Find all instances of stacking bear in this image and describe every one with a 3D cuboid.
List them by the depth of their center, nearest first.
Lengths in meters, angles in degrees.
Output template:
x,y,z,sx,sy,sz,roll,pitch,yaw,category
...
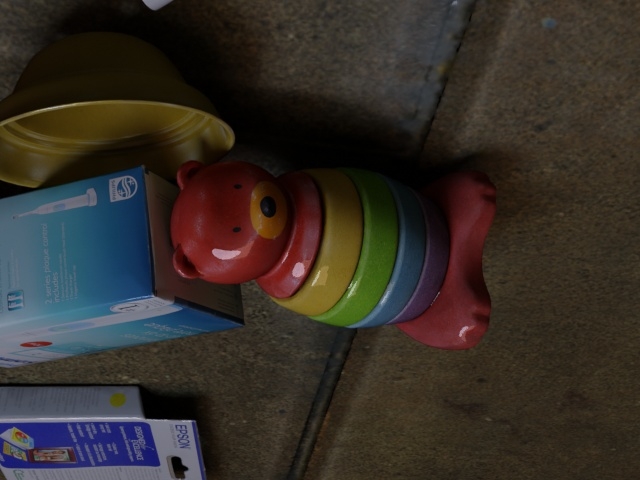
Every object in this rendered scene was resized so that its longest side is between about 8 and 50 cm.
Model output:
x,y,z,sx,sy,sz,roll,pitch,yaw,category
0.000,0.000,0.891,0.289,0.175,0.164,11,167,-31,stacking bear

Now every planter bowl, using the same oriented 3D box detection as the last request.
x,y,z,sx,sy,sz,roll,pitch,yaw,category
-0.185,-0.116,0.811,0.217,0.090,0.217,-7,167,-2,planter bowl

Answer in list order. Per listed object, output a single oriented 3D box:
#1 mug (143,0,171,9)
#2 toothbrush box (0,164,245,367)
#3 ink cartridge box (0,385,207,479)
x,y,z,sx,sy,sz,roll,pitch,yaw,category
-0.114,-0.221,0.726,0.064,0.062,0.078,-19,145,12,mug
-0.254,0.039,0.956,0.295,0.126,0.216,-10,165,14,toothbrush box
-0.323,0.311,1.419,0.307,0.072,0.303,-1,142,-2,ink cartridge box
